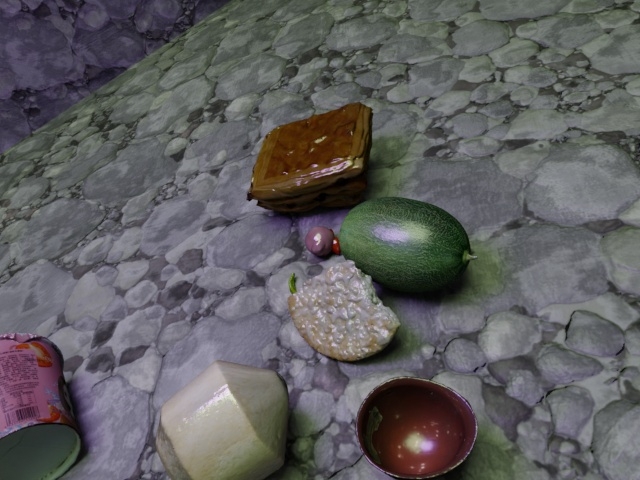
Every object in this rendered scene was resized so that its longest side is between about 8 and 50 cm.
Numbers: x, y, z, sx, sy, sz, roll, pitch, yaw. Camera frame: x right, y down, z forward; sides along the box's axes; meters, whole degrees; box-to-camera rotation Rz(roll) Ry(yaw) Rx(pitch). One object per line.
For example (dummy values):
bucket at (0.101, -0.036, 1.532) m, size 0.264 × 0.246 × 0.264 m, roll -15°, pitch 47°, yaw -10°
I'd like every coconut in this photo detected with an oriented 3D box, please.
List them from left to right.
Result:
coconut at (-0.146, 0.301, 0.868) m, size 0.222 × 0.202 × 0.202 m, roll -36°, pitch 43°, yaw -6°

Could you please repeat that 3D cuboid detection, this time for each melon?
melon at (0.166, 0.008, 1.021) m, size 0.287 × 0.182 × 0.182 m, roll 17°, pitch 57°, yaw 40°

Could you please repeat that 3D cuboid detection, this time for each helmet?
helmet at (0.149, 0.295, 0.797) m, size 0.175 × 0.106 × 0.155 m, roll -14°, pitch 45°, yaw 9°

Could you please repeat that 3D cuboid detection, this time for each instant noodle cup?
instant noodle cup at (-0.593, 0.342, 1.026) m, size 0.243 × 0.243 × 0.231 m, roll -38°, pitch 51°, yaw -14°

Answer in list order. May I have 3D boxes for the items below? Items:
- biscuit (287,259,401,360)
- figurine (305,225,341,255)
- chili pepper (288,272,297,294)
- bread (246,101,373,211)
biscuit at (0.040, 0.130, 1.010) m, size 0.265 × 0.040 × 0.188 m, roll 15°, pitch 89°, yaw 40°
figurine at (0.000, 0.000, 1.194) m, size 0.071 × 0.067 × 0.083 m, roll -11°, pitch 24°, yaw -14°
chili pepper at (-0.053, 0.104, 1.151) m, size 0.030 × 0.017 × 0.083 m, roll -31°, pitch 45°, yaw -7°
bread at (-0.007, -0.181, 1.304) m, size 0.324 × 0.167 × 0.277 m, roll -13°, pitch 43°, yaw 27°
